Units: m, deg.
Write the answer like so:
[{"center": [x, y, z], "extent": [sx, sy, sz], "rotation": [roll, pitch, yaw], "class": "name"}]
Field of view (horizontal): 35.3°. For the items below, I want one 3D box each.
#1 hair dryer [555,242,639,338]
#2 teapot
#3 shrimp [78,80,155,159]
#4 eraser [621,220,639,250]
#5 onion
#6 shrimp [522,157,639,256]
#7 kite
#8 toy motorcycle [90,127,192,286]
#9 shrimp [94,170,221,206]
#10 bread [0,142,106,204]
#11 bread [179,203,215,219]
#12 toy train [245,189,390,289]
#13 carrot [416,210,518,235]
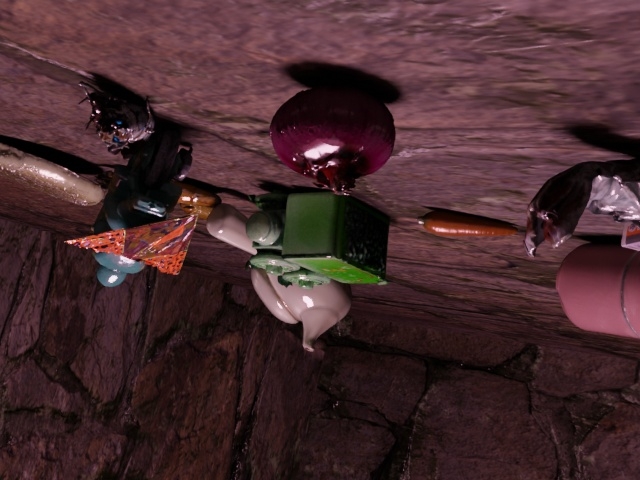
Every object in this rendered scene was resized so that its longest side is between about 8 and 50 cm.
[{"center": [0.515, 0.082, 1.368], "extent": [0.352, 0.125, 0.210], "rotation": [9, 176, -32], "class": "hair dryer"}, {"center": [-0.069, 0.029, 1.760], "extent": [0.318, 0.149, 0.220], "rotation": [55, -178, -19], "class": "teapot"}, {"center": [-0.229, -0.144, 1.158], "extent": [0.082, 0.076, 0.174], "rotation": [53, 180, 5], "class": "shrimp"}, {"center": [0.356, -0.020, 1.056], "extent": [0.029, 0.052, 0.122], "rotation": [15, 173, -6], "class": "eraser"}, {"center": [0.012, -0.090, 0.917], "extent": [0.115, 0.105, 0.115], "rotation": [-5, 163, -2], "class": "onion"}, {"center": [0.393, 0.012, 0.899], "extent": [0.410, 0.166, 0.221], "rotation": [25, 159, 5], "class": "shrimp"}, {"center": [-0.198, -0.004, 1.246], "extent": [0.125, 0.008, 0.222], "rotation": [-32, 155, 20], "class": "kite"}, {"center": [-0.253, -0.042, 1.336], "extent": [0.109, 0.198, 0.296], "rotation": [20, 156, -17], "class": "toy motorcycle"}, {"center": [-0.267, -0.082, 1.691], "extent": [0.217, 0.051, 0.150], "rotation": [12, 180, 14], "class": "shrimp"}, {"center": [-0.498, -0.116, 1.729], "extent": [0.266, 0.041, 0.267], "rotation": [20, 172, 3], "class": "bread"}, {"center": [-0.217, -0.055, 1.848], "extent": [0.088, 0.034, 0.049], "rotation": [17, 177, -36], "class": "bread"}, {"center": [0.000, 0.000, 1.551], "extent": [0.188, 0.133, 0.243], "rotation": [-1, 167, 28], "class": "toy train"}, {"center": [0.203, -0.020, 1.400], "extent": [0.142, 0.035, 0.035], "rotation": [7, 172, 10], "class": "carrot"}]
